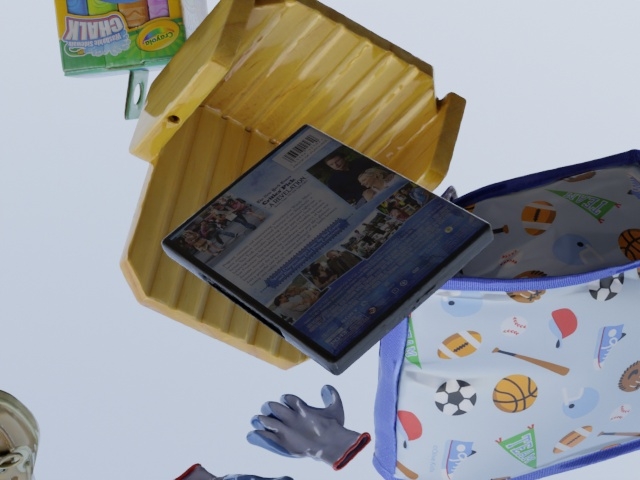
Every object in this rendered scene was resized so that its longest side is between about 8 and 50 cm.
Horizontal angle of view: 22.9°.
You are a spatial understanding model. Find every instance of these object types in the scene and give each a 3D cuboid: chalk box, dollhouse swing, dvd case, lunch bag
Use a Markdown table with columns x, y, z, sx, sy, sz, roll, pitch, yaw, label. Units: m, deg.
| x | y | z | sx | sy | sz | roll | pitch | yaw | label |
| --- | --- | --- | --- | --- | --- | --- | --- | --- | --- |
| -0.254 | -0.311 | 2.153 | 0.179 | 0.289 | 0.180 | -7 | -175 | 8 | chalk box |
| -0.038 | -0.070 | 1.958 | 0.347 | 0.315 | 0.305 | 27 | -138 | -22 | dollhouse swing |
| 0.000 | 0.000 | 1.345 | 0.180 | 0.022 | 0.253 | -40 | -137 | -17 | dvd case |
| 0.236 | 0.100 | 1.828 | 0.385 | 0.327 | 0.239 | -16 | -141 | -23 | lunch bag |

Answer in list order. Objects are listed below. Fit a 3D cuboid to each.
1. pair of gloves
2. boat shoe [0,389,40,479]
| x | y | z | sx | sy | sz | roll | pitch | yaw | label |
| --- | --- | --- | --- | --- | --- | --- | --- | --- | --- |
| -0.047 | 0.196 | 1.409 | 0.198 | 0.023 | 0.159 | -40 | -153 | -23 | pair of gloves |
| -0.349 | 0.254 | 1.673 | 0.105 | 0.285 | 0.089 | 2 | -129 | 2 | boat shoe |
